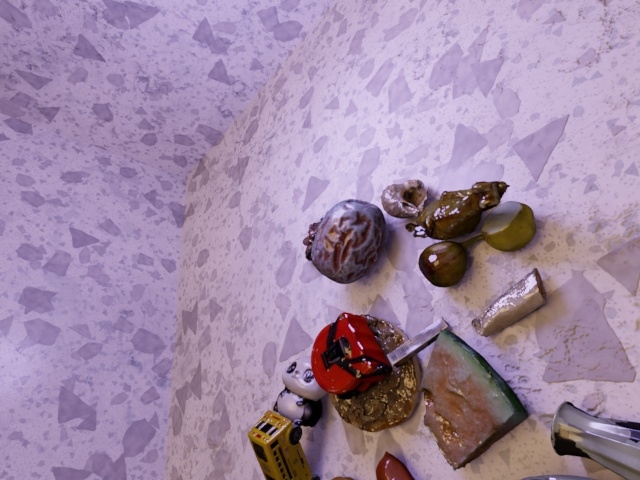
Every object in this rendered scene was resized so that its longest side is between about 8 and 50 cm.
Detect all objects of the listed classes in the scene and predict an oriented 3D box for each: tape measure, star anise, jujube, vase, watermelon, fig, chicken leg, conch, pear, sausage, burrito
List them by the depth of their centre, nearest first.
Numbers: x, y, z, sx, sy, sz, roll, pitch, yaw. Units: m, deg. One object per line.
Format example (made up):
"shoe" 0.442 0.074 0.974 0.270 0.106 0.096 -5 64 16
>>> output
"vase" 0.628 0.403 0.726 0.360 0.165 0.164 -2 74 56
"burrito" 0.493 0.173 1.050 0.226 0.061 0.086 -47 39 27
"watermelon" 0.383 0.391 1.052 0.264 0.151 0.301 52 134 44
"sausage" 0.258 0.733 1.076 0.094 0.097 0.348 -27 38 -13
"pear" 0.509 -0.030 1.078 0.141 0.104 0.141 -41 16 15
"chicken leg" 0.413 -0.088 1.143 0.140 0.212 0.361 56 155 -1
"fig" 0.406 0.035 1.182 0.245 0.149 0.149 -37 45 7
"tape measure" 0.083 0.382 1.310 0.260 0.114 0.253 -47 44 22
"conch" 0.291 -0.141 1.365 0.155 0.130 0.207 -60 20 10
"jujube" 0.101 0.008 1.452 0.215 0.247 0.307 -129 49 -68
"star anise" 0.001 -0.001 1.703 0.223 0.109 0.235 40 109 55

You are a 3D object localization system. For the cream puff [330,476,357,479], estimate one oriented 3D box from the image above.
"cream puff" 0.065 0.826 1.269 0.165 0.115 0.150 -51 46 24

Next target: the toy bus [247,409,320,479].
"toy bus" -0.127 0.766 1.396 0.145 0.151 0.330 -2 111 44

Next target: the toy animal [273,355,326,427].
"toy animal" -0.060 0.549 1.496 0.187 0.165 0.234 14 86 37

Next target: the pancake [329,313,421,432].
"pancake" 0.161 0.433 1.345 0.383 0.071 0.381 -22 57 40

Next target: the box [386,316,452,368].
"box" 0.294 0.305 1.201 0.207 0.050 0.041 -39 48 9

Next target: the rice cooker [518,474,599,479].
"rice cooker" 0.445 0.590 0.677 0.335 0.336 0.324 -22 81 45
